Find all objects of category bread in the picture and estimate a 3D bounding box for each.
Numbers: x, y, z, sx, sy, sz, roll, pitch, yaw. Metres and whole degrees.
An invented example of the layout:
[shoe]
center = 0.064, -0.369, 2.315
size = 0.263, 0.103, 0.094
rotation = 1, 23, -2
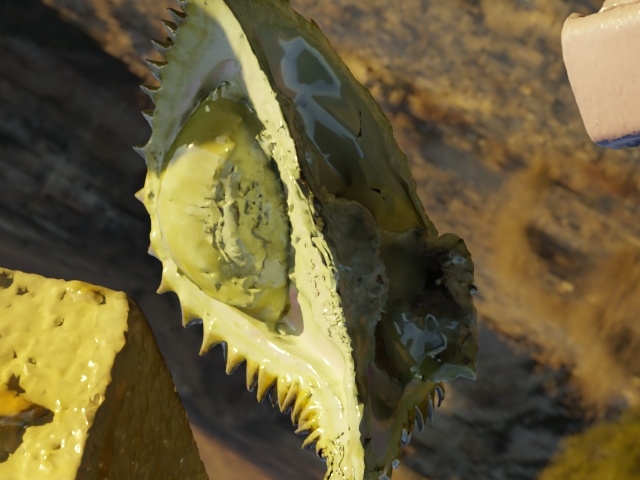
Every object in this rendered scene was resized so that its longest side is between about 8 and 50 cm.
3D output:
[bread]
center = -0.123, 0.156, 0.714
size = 0.114, 0.184, 0.274
rotation = 8, 149, 14

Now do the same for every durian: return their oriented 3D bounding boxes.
[durian]
center = 0.000, 0.000, 0.914
size = 0.172, 0.306, 0.166
rotation = -8, 164, -18

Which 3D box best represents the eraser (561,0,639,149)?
[eraser]
center = 0.387, -0.178, 1.179
size = 0.359, 0.272, 0.122
rotation = -8, 106, 56
